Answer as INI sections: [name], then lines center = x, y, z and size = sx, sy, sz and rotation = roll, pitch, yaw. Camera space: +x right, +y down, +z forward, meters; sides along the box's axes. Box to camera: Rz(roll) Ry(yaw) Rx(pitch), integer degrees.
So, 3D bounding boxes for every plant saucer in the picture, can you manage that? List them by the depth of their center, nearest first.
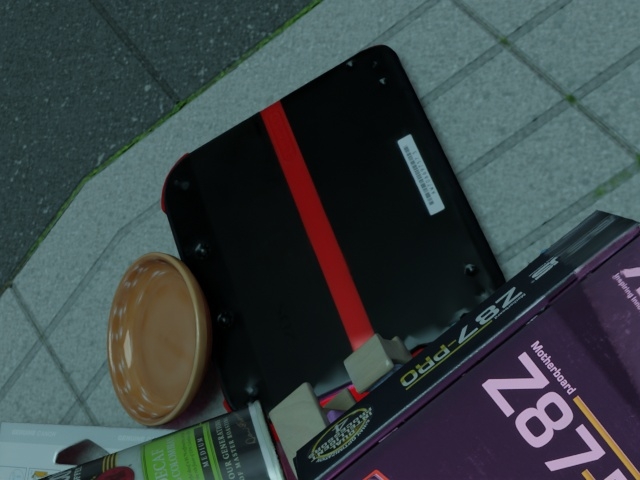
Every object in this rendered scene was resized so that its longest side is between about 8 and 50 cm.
[plant saucer]
center = -0.183, 0.114, 1.230
size = 0.200, 0.037, 0.200
rotation = -7, 80, 48

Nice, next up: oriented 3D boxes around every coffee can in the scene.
[coffee can]
center = -0.156, 0.296, 1.039
size = 0.275, 0.201, 0.201
rotation = -19, 62, -5

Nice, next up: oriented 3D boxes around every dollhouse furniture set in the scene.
[dollhouse furniture set]
center = 0.180, 0.154, 0.918
size = 0.303, 0.286, 0.198
rotation = -42, 58, 21

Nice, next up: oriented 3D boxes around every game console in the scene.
[game console]
center = 0.000, 0.000, 1.211
size = 0.342, 0.060, 0.386
rotation = -28, 62, 12

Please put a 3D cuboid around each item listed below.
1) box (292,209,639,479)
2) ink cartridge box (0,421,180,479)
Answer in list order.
[box]
center = 0.222, 0.226, 0.834
size = 0.318, 0.097, 0.395
rotation = -38, 100, -1
[ink cartridge box]
center = -0.270, 0.335, 1.218
size = 0.275, 0.060, 0.238
rotation = -2, 69, 26
